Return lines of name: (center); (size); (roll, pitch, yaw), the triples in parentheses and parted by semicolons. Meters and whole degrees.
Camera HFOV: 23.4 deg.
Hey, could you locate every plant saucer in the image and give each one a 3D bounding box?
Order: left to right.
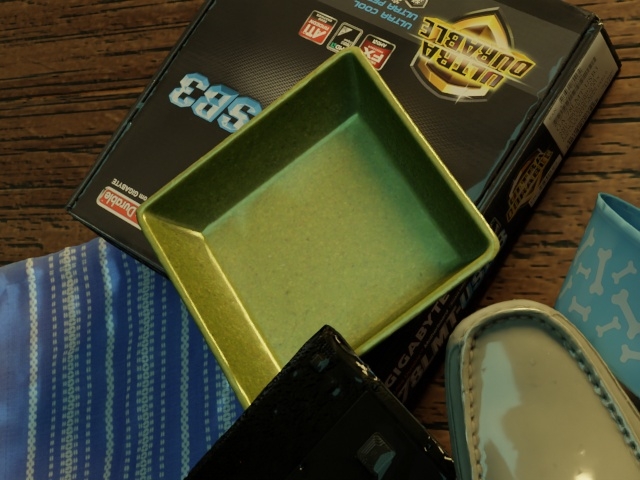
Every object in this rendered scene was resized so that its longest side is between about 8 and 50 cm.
plant saucer: (0.000, 0.000, 0.989); (0.188, 0.045, 0.188); (-37, 60, 8)

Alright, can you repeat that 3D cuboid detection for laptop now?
laptop: (0.029, 0.230, 0.905); (0.234, 0.136, 0.264); (-48, 52, 5)

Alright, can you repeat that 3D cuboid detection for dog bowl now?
dog bowl: (0.243, 0.084, 0.828); (0.297, 0.166, 0.074); (43, 106, 40)

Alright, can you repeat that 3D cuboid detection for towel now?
towel: (-0.124, 0.087, 1.151); (0.336, 0.040, 0.243); (-18, 59, 26)

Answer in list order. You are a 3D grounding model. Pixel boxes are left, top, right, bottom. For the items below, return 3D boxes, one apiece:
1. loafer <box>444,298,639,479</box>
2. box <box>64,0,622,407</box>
loafer: (0.144, 0.173, 0.755); (0.112, 0.111, 0.320); (-23, 75, 1)
box: (0.010, -0.071, 1.083); (0.295, 0.073, 0.293); (30, 81, 32)
